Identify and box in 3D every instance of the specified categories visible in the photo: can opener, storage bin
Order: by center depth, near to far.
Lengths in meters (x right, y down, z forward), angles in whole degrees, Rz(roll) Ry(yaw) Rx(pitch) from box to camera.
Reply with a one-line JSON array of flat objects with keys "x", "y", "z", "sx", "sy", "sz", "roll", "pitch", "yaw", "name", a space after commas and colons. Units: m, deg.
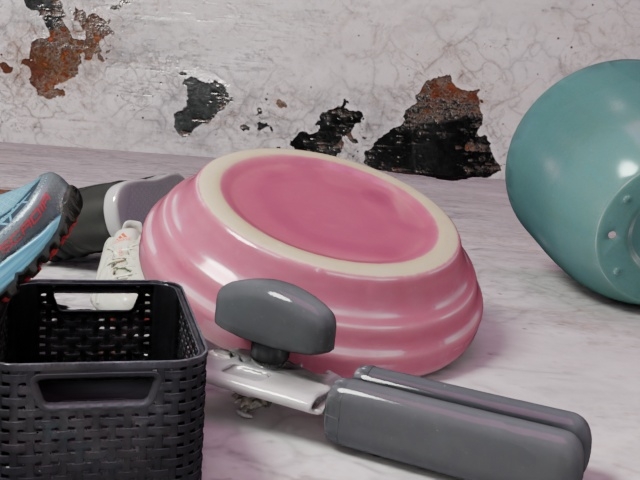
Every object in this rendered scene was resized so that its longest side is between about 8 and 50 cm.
[{"x": -0.144, "y": 0.086, "z": 0.507, "sx": 0.122, "sy": 0.084, "sz": 0.180, "roll": 1, "pitch": 10, "yaw": -16, "name": "storage bin"}, {"x": 0.035, "y": 0.097, "z": 0.529, "sx": 0.281, "sy": 0.093, "sz": 0.074, "roll": 14, "pitch": 13, "yaw": 24, "name": "can opener"}]

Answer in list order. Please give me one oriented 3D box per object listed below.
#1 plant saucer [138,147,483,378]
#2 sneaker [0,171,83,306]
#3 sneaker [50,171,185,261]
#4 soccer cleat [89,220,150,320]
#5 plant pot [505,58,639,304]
[{"x": 0.000, "y": 0.000, "z": 0.754, "sx": 0.332, "sy": 0.084, "sz": 0.332, "roll": 12, "pitch": 27, "yaw": -6, "name": "plant saucer"}, {"x": -0.275, "y": 0.012, "z": 0.475, "sx": 0.262, "sy": 0.125, "sz": 0.104, "roll": -27, "pitch": 18, "yaw": -1, "name": "sneaker"}, {"x": -0.266, "y": -0.032, "z": 1.038, "sx": 0.147, "sy": 0.104, "sz": 0.296, "roll": -5, "pitch": 1, "yaw": 11, "name": "sneaker"}, {"x": -0.197, "y": 0.029, "z": 0.805, "sx": 0.068, "sy": 0.076, "sz": 0.196, "roll": 2, "pitch": 11, "yaw": -14, "name": "soccer cleat"}, {"x": 0.397, "y": -0.055, "z": 0.985, "sx": 0.293, "sy": 0.292, "sz": 0.235, "roll": 4, "pitch": 25, "yaw": 0, "name": "plant pot"}]
